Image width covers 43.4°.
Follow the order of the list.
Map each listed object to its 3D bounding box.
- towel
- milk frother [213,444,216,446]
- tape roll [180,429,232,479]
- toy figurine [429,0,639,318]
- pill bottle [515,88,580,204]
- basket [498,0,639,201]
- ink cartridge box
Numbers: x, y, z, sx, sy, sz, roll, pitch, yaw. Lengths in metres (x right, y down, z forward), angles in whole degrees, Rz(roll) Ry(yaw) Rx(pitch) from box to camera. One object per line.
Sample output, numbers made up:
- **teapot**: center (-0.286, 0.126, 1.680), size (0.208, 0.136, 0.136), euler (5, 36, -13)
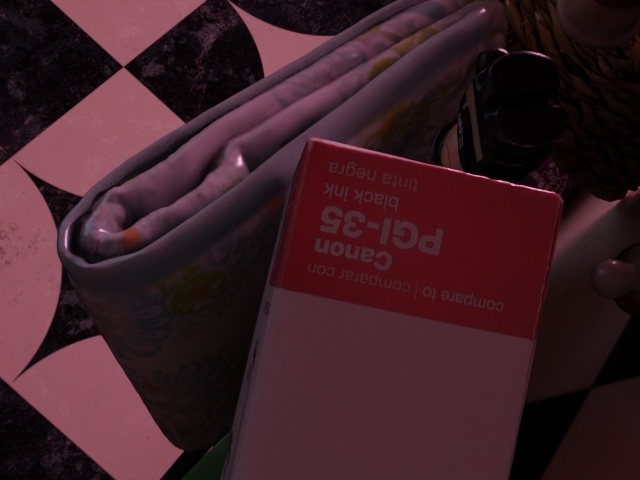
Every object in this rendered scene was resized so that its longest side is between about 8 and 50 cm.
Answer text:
- **towel**: center (0.000, 0.000, 0.662), size (0.374, 0.090, 0.320), euler (-34, -34, -18)
- **milk frother**: center (-0.069, 0.256, 0.912), size (0.129, 0.134, 0.143), euler (-5, 40, 31)
- **tape roll**: center (-0.019, 0.188, 0.681), size (0.321, 0.077, 0.321), euler (-42, -13, -12)
- **toy figurine**: center (0.193, -0.069, 0.470), size (0.213, 0.209, 0.148), euler (-52, -4, -8)
- **pill bottle**: center (0.223, -0.098, 0.944), size (0.301, 0.169, 0.169), euler (-48, 2, -9)
- **basket**: center (0.225, -0.206, 0.705), size (0.223, 0.214, 0.299), euler (138, 130, -61)
- **ink cartridge box**: center (0.012, 0.109, 0.418), size (0.207, 0.117, 0.283), euler (155, 128, -84)
